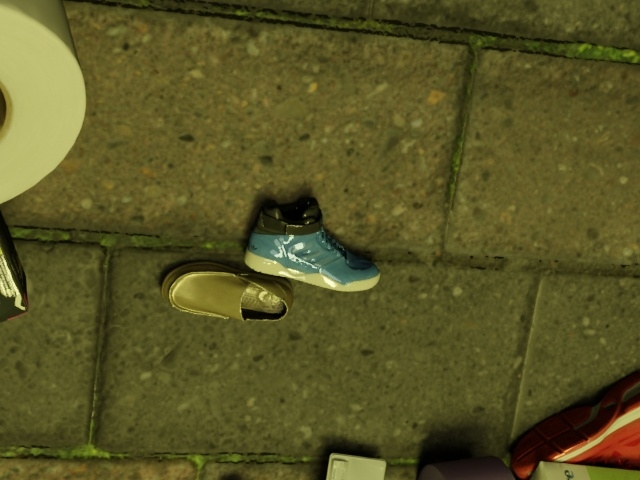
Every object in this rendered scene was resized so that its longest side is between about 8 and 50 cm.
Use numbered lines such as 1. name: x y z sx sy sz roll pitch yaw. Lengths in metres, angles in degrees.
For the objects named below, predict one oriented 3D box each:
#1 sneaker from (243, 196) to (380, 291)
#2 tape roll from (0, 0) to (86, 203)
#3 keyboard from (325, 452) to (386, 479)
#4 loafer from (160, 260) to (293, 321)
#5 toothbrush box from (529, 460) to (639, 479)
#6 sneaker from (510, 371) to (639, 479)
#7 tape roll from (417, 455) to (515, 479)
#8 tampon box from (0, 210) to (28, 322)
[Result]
1. sneaker: 0.000 0.000 1.388 0.152 0.058 0.085 12 112 -11
2. tape roll: -0.358 -0.143 1.155 0.286 0.100 0.286 -13 145 -10
3. keyboard: 0.024 0.372 1.458 0.072 0.014 0.256 12 84 -29
4. loafer: -0.097 0.057 1.385 0.148 0.050 0.056 3 106 -15
5. toothbrush box: 0.361 0.382 1.530 0.283 0.122 0.206 9 128 -16
6. sneaker: 0.344 0.259 1.542 0.221 0.087 0.128 -27 110 -4
7. tape roll: 0.173 0.344 1.468 0.080 0.189 0.189 -6 108 -12
8. tampon box: -0.380 0.037 1.269 0.161 0.120 0.101 -19 110 -7
